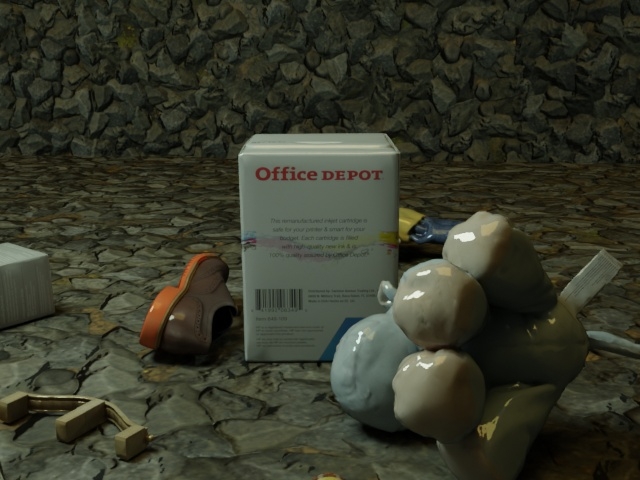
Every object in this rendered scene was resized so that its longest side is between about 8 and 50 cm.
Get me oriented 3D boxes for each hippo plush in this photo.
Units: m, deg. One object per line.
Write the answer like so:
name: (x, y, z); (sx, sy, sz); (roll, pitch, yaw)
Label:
hippo plush: (0.125, 0.086, 0.829); (0.294, 0.234, 0.236); (-34, 19, -32)

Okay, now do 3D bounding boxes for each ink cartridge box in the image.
ink cartridge box: (0.000, 0.000, 1.097); (0.198, 0.270, 0.197); (0, 14, 0)

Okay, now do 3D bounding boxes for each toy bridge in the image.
toy bridge: (-0.250, 0.188, 0.864); (0.188, 0.026, 0.063); (7, 15, 28)

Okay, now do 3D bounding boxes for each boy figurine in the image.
boy figurine: (0.143, -0.014, 1.514); (0.285, 0.092, 0.177); (4, 15, 22)

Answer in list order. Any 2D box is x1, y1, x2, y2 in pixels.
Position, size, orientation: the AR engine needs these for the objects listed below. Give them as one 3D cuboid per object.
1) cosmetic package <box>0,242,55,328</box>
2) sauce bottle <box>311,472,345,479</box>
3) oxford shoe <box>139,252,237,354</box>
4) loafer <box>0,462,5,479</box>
cosmetic package: (-0.516, 0.078, 1.163); (0.127, 0.107, 0.238); (13, 22, 42)
sauce bottle: (0.010, 0.233, 0.649); (0.042, 0.042, 0.128); (-1, 17, -3)
oxford shoe: (-0.162, 0.094, 1.145); (0.098, 0.097, 0.271); (21, 21, 2)
loafer: (-0.296, 0.217, 0.720); (0.039, 0.045, 0.125); (-15, 22, -26)
